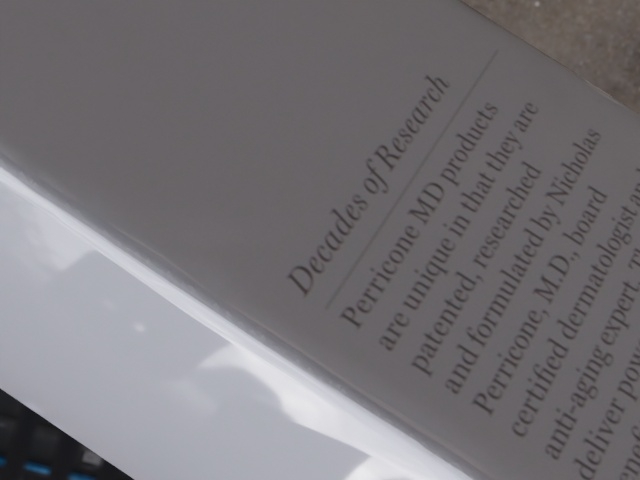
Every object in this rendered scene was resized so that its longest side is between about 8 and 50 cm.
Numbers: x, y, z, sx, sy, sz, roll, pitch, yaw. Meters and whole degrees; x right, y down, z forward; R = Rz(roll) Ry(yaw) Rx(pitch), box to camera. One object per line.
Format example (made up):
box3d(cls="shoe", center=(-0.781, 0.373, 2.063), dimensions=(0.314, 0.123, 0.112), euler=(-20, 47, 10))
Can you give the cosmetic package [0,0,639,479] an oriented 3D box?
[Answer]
box3d(cls="cosmetic package", center=(-0.010, 0.017, 0.429), dimensions=(0.453, 0.161, 0.230), euler=(33, 151, 4))
